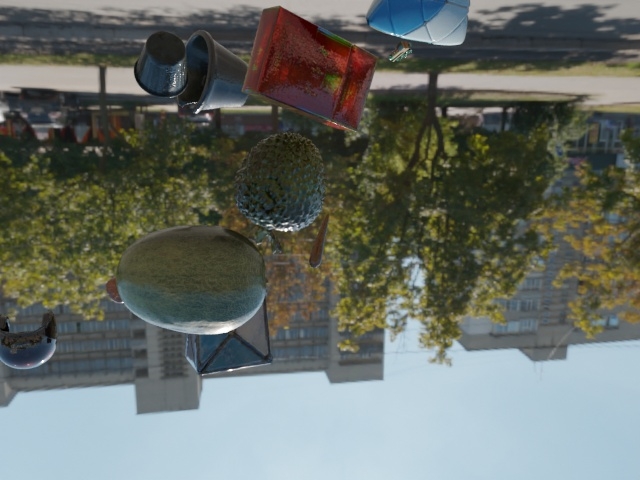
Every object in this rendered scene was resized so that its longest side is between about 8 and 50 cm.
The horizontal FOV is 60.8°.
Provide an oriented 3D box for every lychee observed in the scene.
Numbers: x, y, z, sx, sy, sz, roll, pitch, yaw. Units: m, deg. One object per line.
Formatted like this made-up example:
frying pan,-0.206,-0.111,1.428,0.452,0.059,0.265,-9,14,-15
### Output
lychee,-0.110,-0.142,1.504,0.269,0.270,0.320,-6,155,-32

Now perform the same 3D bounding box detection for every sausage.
sausage,-0.504,0.117,1.492,0.077,0.077,0.194,6,-166,24

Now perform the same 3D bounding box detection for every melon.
melon,-0.279,0.083,1.207,0.329,0.249,0.248,7,-170,-14

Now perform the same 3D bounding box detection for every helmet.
helmet,-1.006,0.341,1.869,0.189,0.193,0.216,-4,169,-17

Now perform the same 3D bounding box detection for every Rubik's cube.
Rubik's cube,-0.369,0.341,2.157,0.306,0.305,0.310,-3,179,-21
Rubik's cube,0.221,-0.516,1.225,0.254,0.255,0.254,1,-169,0

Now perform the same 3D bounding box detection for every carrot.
carrot,0.000,0.000,2.054,0.048,0.216,0.048,15,-172,-2

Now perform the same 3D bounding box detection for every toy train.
toy train,0.308,-0.736,2.127,0.064,0.044,0.103,-17,174,-37

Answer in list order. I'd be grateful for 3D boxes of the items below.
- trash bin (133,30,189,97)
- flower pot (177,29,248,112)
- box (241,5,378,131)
trash bin,-0.497,-0.566,1.723,0.175,0.176,0.161,-3,164,-21
flower pot,-0.473,-0.748,2.492,0.251,0.380,0.379,4,-172,-35
box,-0.018,-0.404,1.324,0.313,0.198,0.089,11,-174,-39
